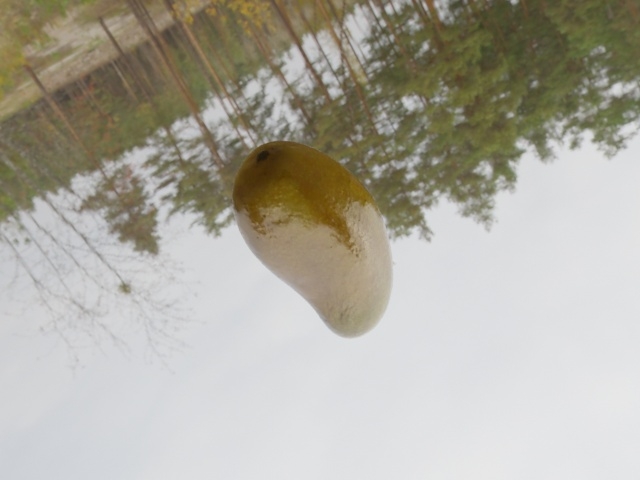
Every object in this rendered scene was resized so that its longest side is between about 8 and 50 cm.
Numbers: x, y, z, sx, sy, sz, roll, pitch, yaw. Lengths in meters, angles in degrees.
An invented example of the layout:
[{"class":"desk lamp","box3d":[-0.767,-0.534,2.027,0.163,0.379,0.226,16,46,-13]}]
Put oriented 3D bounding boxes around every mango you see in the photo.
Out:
[{"class":"mango","box3d":[0.000,0.000,0.675,0.136,0.228,0.099,-26,-161,19]}]
